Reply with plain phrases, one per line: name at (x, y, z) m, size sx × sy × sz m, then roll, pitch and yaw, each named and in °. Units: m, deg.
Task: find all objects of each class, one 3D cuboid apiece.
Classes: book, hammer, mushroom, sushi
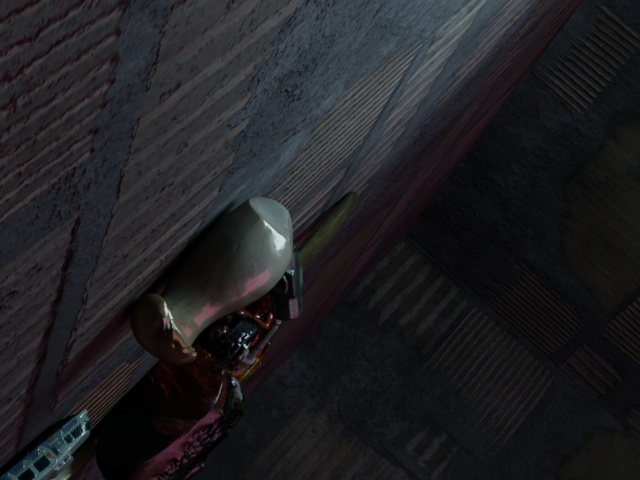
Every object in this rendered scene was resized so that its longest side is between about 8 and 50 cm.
book at (-0.421, 0.409, 1.620) m, size 0.215 × 0.025 × 0.282 m, roll -44°, pitch 173°, yaw -49°
hammer at (0.000, 0.000, 1.799) m, size 0.365 × 0.043 × 0.111 m, roll -49°, pitch 137°, yaw -61°
mushroom at (-0.107, 0.039, 1.229) m, size 0.212 × 0.088 × 0.097 m, roll -39°, pitch 162°, yaw -20°
sushi at (-0.210, 0.259, 1.613) m, size 0.225 × 0.136 × 0.126 m, roll -46°, pitch 151°, yaw -18°

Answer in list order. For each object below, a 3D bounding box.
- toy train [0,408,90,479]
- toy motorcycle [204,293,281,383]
toy train at (-0.324, 0.258, 1.271) m, size 0.207 × 0.047 × 0.043 m, roll -41°, pitch 172°, yaw -39°
toy motorcycle at (-0.136, 0.168, 1.808) m, size 0.171 × 0.089 × 0.298 m, roll -46°, pitch 173°, yaw -28°
